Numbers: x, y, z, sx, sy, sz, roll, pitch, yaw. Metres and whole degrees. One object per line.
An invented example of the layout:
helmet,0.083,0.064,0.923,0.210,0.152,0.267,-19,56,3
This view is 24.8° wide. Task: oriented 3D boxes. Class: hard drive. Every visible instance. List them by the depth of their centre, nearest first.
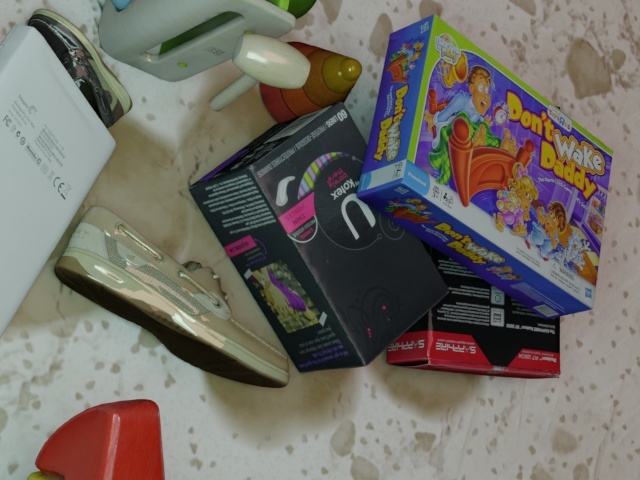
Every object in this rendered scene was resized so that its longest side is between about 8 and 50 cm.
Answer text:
hard drive,-0.335,-0.040,1.499,0.307,0.040,0.203,-62,147,-24

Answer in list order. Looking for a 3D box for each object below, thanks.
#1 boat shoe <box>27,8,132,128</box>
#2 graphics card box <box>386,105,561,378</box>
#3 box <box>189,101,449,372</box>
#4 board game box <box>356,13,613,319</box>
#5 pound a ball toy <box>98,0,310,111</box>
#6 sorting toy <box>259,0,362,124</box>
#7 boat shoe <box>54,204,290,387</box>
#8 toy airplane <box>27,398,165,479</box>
boat shoe,-0.271,-0.189,1.613,0.152,0.056,0.049,48,55,-19
graphics card box,0.202,-0.011,1.890,0.233,0.094,0.370,8,79,-34
box,0.000,0.000,1.717,0.165,0.143,0.270,-39,105,-33
board game box,0.209,-0.083,1.772,0.347,0.078,0.233,31,58,-34
pound a ball toy,-0.130,-0.245,1.557,0.136,0.319,0.208,23,70,-30
sorting toy,-0.018,-0.317,1.767,0.127,0.126,0.365,-12,90,-35
boat shoe,-0.148,0.068,1.629,0.302,0.109,0.098,33,67,-20
toy airplane,-0.267,0.361,1.437,0.384,0.272,0.386,-46,145,-20
